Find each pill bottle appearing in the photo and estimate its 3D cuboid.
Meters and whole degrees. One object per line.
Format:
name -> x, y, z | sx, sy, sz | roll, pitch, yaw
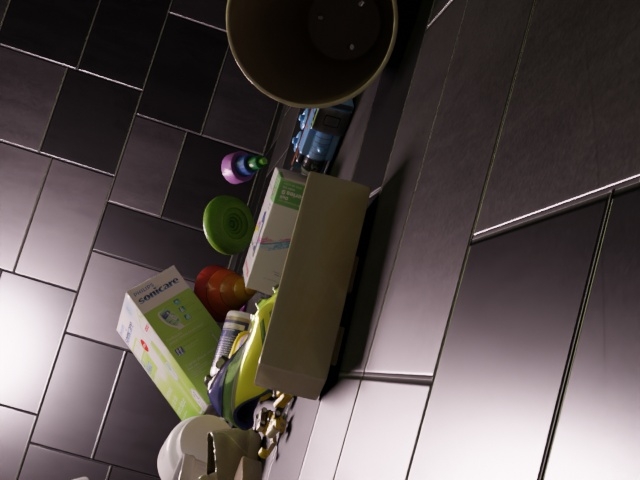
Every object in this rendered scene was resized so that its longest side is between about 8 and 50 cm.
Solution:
pill bottle -> -0.152, 0.223, 2.001 | 0.094, 0.094, 0.169 | 138, 149, -75
pill bottle -> -0.231, 0.403, 2.027 | 0.229, 0.131, 0.131 | 125, 161, -64

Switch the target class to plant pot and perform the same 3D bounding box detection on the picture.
plant pot -> 0.014, -0.346, 1.683 | 0.274, 0.257, 0.256 | -43, -27, -73

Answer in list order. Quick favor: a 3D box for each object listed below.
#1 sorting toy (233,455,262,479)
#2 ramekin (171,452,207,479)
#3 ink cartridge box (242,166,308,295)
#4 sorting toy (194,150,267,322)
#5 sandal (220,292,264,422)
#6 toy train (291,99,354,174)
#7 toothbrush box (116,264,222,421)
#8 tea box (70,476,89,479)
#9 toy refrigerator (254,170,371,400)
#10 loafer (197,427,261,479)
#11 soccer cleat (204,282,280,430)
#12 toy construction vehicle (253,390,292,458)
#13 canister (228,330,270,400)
sorting toy -> -0.080, 0.403, 1.133 | 0.255, 0.089, 0.257 | -107, 35, -77
ramekin -> -0.213, 0.476, 1.824 | 0.207, 0.109, 0.207 | -163, 90, -82
ink cartridge box -> -0.068, -0.015, 1.956 | 0.154, 0.093, 0.212 | -114, 40, -77
sorting toy -> -0.158, -0.016, 2.193 | 0.126, 0.127, 0.365 | -10, 67, 46
sandal -> -0.219, 0.268, 2.337 | 0.169, 0.102, 0.416 | -85, 15, -58
toy train -> 0.001, -0.199, 1.939 | 0.105, 0.080, 0.184 | -97, 25, -57
toothbrush box -> -0.279, 0.225, 2.174 | 0.122, 0.283, 0.206 | -30, -14, -27
tea box -> -0.412, 0.620, 1.742 | 0.324, 0.220, 0.328 | 27, 122, 52
toy refrigerator -> -0.006, 0.058, 1.374 | 0.102, 0.094, 0.269 | 108, 177, -65
loafer -> -0.164, 0.415, 1.678 | 0.102, 0.092, 0.268 | 118, 167, -54
soccer cleat -> -0.073, 0.175, 1.665 | 0.093, 0.121, 0.289 | -5, -44, -54
toy construction vehicle -> -0.064, 0.260, 1.569 | 0.086, 0.035, 0.098 | -53, 21, 36
canister -> -0.115, 0.217, 1.846 | 0.170, 0.073, 0.126 | 147, 140, -76
